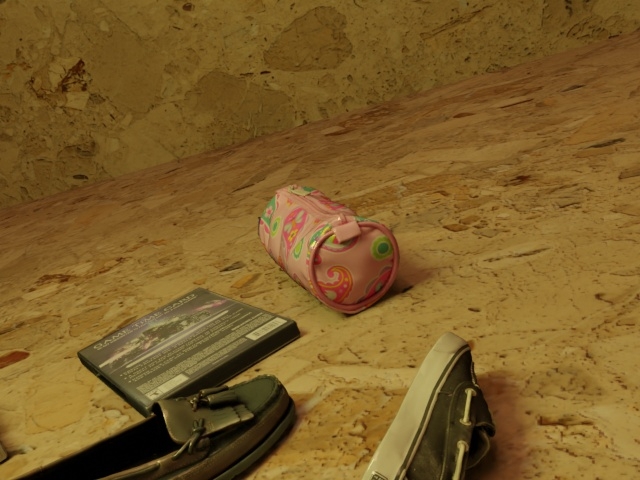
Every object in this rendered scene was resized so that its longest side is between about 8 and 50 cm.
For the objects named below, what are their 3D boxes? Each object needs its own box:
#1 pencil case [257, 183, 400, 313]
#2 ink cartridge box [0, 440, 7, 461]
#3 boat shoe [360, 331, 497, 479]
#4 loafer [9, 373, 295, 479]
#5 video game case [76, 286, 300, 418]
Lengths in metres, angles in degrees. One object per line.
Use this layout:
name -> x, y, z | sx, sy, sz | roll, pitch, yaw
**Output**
pencil case -> 0.000, 0.000, 0.994 | 0.124, 0.124, 0.284 | -23, 19, -10
ink cartridge box -> -0.547, 0.260, 0.880 | 0.304, 0.072, 0.307 | -29, 22, -27
boat shoe -> 0.091, 0.143, 0.566 | 0.070, 0.077, 0.219 | 24, 28, 13
loafer -> -0.140, 0.181, 0.652 | 0.268, 0.084, 0.096 | -29, 20, -28
video game case -> -0.174, 0.129, 0.946 | 0.196, 0.026, 0.274 | -29, 19, -27
